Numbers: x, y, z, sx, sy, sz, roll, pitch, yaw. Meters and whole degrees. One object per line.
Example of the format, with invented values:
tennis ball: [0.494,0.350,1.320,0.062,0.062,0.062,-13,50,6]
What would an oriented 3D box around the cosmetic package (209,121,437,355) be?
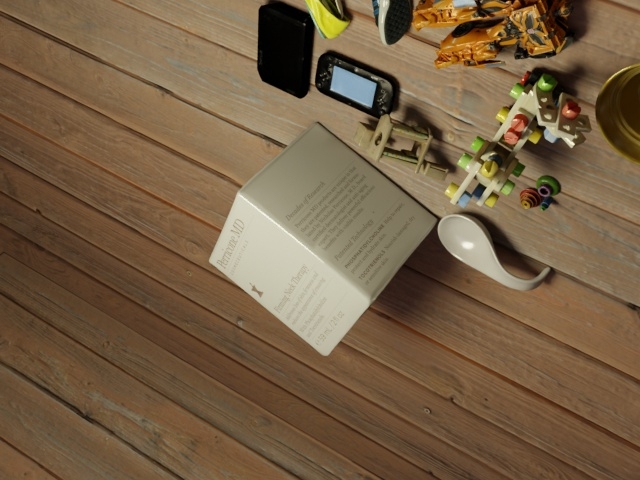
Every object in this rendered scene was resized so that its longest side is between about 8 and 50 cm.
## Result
cosmetic package: [0.000,0.000,2.096,0.393,0.327,0.329,39,144,5]

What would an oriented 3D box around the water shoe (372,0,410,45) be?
water shoe: [0.131,-0.494,1.707,0.080,0.072,0.203,47,154,41]

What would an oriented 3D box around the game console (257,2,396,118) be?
game console: [0.010,-0.393,1.923,0.361,0.044,0.213,27,141,18]

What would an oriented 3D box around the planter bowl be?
planter bowl: [0.608,-0.238,1.502,0.217,0.090,0.217,25,140,22]

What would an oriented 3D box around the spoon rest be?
spoon rest: [0.394,0.031,1.977,0.276,0.084,0.137,31,142,12]

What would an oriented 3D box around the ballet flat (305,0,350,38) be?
ballet flat: [-0.014,-0.535,1.787,0.077,0.077,0.231,-23,115,28]

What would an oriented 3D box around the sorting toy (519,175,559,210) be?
sorting toy: [0.467,-0.092,1.818,0.061,0.042,0.102,44,143,-3]

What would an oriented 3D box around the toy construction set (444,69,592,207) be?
toy construction set: [0.382,-0.202,1.638,0.151,0.215,0.327,44,144,-4]

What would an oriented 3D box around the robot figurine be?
robot figurine: [0.326,-0.401,1.577,0.291,0.085,0.211,2,143,42]

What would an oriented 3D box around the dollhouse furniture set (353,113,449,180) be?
dollhouse furniture set: [0.193,-0.230,1.929,0.181,0.161,0.101,13,110,-24]
